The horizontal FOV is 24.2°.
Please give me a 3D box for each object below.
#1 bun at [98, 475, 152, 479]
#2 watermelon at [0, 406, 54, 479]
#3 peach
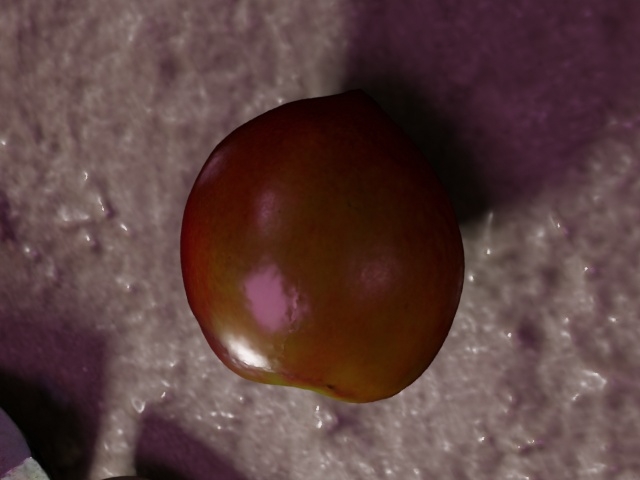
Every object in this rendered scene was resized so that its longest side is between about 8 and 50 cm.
[{"bbox_3d":[-0.158,0.267,1.273,0.138,0.094,0.138,-2,84,17],"label":"bun"},{"bbox_3d":[-0.366,0.228,1.348,0.260,0.176,0.256,37,124,37],"label":"watermelon"},{"bbox_3d":[0.000,0.000,0.954,0.197,0.197,0.197,17,123,27],"label":"peach"}]
